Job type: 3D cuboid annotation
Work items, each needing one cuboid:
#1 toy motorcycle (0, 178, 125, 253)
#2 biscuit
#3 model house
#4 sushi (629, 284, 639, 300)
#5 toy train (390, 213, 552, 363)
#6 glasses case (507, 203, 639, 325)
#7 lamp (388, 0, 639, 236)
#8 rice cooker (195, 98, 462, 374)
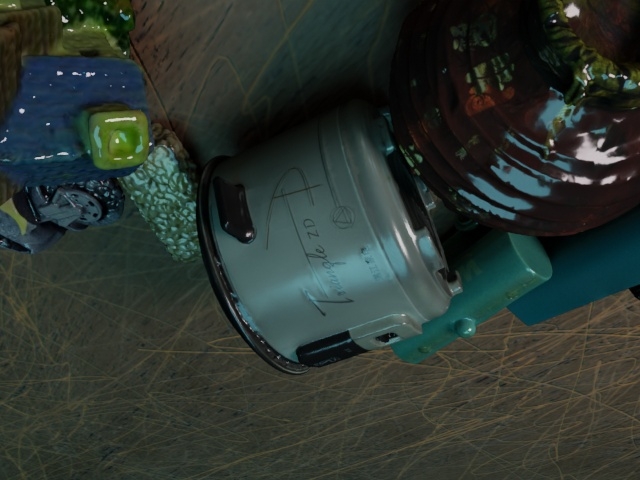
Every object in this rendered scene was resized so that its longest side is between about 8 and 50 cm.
[{"bbox_3d":[-0.372,-0.074,0.559,0.307,0.108,0.173,28,135,-21],"label":"toy motorcycle"},{"bbox_3d":[-0.167,-0.051,0.601,0.082,0.070,0.168,-22,131,2],"label":"biscuit"},{"bbox_3d":[-0.225,-0.126,0.398,0.214,0.189,0.195,-7,135,-36],"label":"model house"},{"bbox_3d":[0.478,0.013,0.609,0.225,0.136,0.126,1,144,-6],"label":"sushi"},{"bbox_3d":[0.170,0.051,0.639,0.101,0.159,0.248,29,130,-19],"label":"toy train"},{"bbox_3d":[0.314,-0.005,0.553,0.070,0.117,0.301,41,150,3],"label":"glasses case"},{"bbox_3d":[0.172,-0.119,0.415,0.247,0.246,0.246,0,135,0],"label":"lamp"},{"bbox_3d":[0.000,0.000,0.531,0.227,0.241,0.280,-22,158,17],"label":"rice cooker"}]
